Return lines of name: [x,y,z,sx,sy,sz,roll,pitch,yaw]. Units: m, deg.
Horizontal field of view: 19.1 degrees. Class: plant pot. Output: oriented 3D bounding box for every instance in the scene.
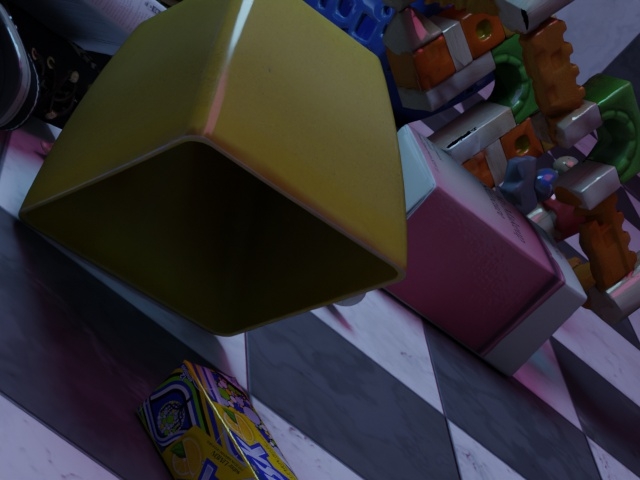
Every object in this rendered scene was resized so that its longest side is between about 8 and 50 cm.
plant pot: [-0.063,-0.074,1.426,0.212,0.212,0.187,34,54,-32]
plant pot: [0.067,-0.262,2.374,0.236,0.212,0.236,22,27,-55]

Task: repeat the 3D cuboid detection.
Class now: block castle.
block castle: [0.269,-0.156,2.146,0.303,0.213,0.453,20,-41,52]

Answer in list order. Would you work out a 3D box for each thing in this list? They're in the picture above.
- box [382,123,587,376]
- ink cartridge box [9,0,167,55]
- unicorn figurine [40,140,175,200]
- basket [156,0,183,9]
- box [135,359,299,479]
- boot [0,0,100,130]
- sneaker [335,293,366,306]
box: [0.145,0.011,2.010,0.232,0.127,0.148,35,17,-27]
ink cartridge box: [-0.256,-0.224,1.550,0.223,0.045,0.224,15,-13,41]
unicorn figurine: [-0.144,-0.040,1.547,0.162,0.060,0.111,48,19,8]
basket: [-0.224,-0.268,1.769,0.299,0.223,0.213,28,38,-48]
box: [-0.054,0.160,1.258,0.059,0.054,0.169,25,24,-50]
boot: [-0.233,-0.133,1.498,0.178,0.085,0.236,29,10,-43]
sneaker: [0.000,-0.001,1.807,0.152,0.058,0.084,42,23,18]
